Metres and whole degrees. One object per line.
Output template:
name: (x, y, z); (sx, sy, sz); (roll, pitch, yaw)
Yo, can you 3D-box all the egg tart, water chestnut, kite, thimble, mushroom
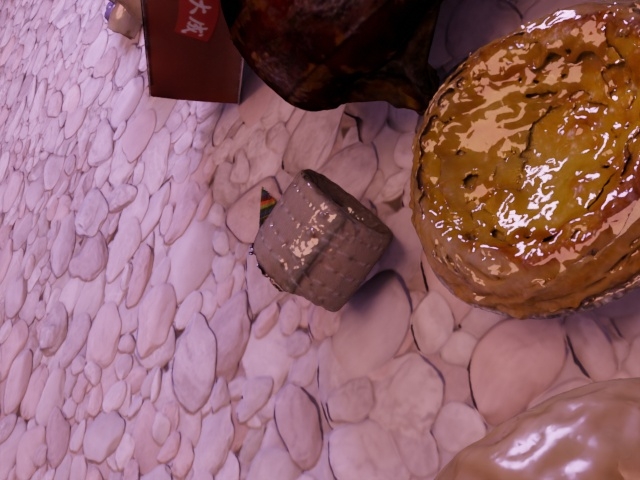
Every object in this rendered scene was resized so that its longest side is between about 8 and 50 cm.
egg tart: (0.166, -0.052, 0.484); (0.234, 0.094, 0.234); (-26, 50, 37)
water chestnut: (0.034, -0.217, 0.634); (0.224, 0.238, 0.223); (-47, 3, 3)
kite: (-0.044, -0.020, 0.766); (0.122, 0.004, 0.090); (30, 94, 50)
thimble: (0.000, 0.000, 0.631); (0.090, 0.102, 0.115); (-54, 16, 13)
mushroom: (-0.282, -0.369, 1.088); (0.122, 0.154, 0.154); (-51, 41, 8)

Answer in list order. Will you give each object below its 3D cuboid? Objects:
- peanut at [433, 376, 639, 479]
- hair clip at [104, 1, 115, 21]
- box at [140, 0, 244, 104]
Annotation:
peanut: (0.180, 0.153, 0.327); (0.291, 0.143, 0.159); (11, 89, 47)
hair clip: (-0.344, -0.451, 1.288); (0.124, 0.052, 0.195); (-38, 38, 16)
box: (-0.136, -0.425, 0.848); (0.344, 0.122, 0.385); (110, 161, -61)
